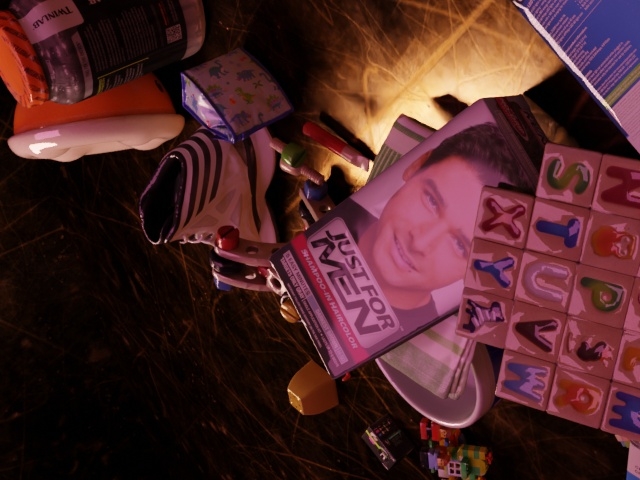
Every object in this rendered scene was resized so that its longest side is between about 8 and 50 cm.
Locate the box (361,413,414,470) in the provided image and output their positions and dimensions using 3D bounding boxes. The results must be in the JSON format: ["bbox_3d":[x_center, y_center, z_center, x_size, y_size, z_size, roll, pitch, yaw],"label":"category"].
[{"bbox_3d":[0.130,0.389,1.715,0.083,0.052,0.062,49,151,18],"label":"box"}]

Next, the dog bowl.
[{"bbox_3d":[0.177,0.141,1.326,0.265,0.104,0.264,41,147,34],"label":"dog bowl"}]

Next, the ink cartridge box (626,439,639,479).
[{"bbox_3d":[0.428,0.229,0.985,0.148,0.086,0.203,25,138,40],"label":"ink cartridge box"}]

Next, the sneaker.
[{"bbox_3d":[-0.222,-0.037,1.673,0.169,0.258,0.447,43,149,31],"label":"sneaker"}]

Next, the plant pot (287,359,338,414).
[{"bbox_3d":[-0.022,0.319,1.875,0.081,0.083,0.081,32,142,43],"label":"plant pot"}]

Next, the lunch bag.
[{"bbox_3d":[-0.138,-0.232,1.476,0.151,0.129,0.096,43,150,28],"label":"lunch bag"}]

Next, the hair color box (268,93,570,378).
[{"bbox_3d":[0.124,0.004,1.082,0.374,0.114,0.185,-36,77,36],"label":"hair color box"}]

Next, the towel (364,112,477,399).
[{"bbox_3d":[0.139,0.020,1.181,0.248,0.038,0.324,32,117,33],"label":"towel"}]

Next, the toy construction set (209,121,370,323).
[{"bbox_3d":[0.000,0.000,1.397,0.237,0.257,0.308,34,114,32],"label":"toy construction set"}]

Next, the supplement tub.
[{"bbox_3d":[-0.388,-0.367,1.544,0.207,0.338,0.207,40,147,34],"label":"supplement tub"}]

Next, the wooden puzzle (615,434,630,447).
[{"bbox_3d":[0.399,0.246,1.155,0.083,0.006,0.049,61,153,-2],"label":"wooden puzzle"}]

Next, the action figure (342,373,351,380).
[{"bbox_3d":[0.037,0.225,1.742,0.038,0.030,0.115,38,144,46],"label":"action figure"}]

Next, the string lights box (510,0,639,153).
[{"bbox_3d":[0.279,-0.215,0.824,0.259,0.077,0.133,54,152,12],"label":"string lights box"}]

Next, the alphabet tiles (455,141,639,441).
[{"bbox_3d":[0.311,0.063,0.892,0.343,0.011,0.285,15,107,23],"label":"alphabet tiles"}]

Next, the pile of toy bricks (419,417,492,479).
[{"bbox_3d":[0.234,0.360,1.471,0.105,0.118,0.212,2,113,23],"label":"pile of toy bricks"}]

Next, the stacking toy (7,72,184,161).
[{"bbox_3d":[-0.479,-0.410,1.782,0.351,0.351,0.479,-1,99,60],"label":"stacking toy"}]
